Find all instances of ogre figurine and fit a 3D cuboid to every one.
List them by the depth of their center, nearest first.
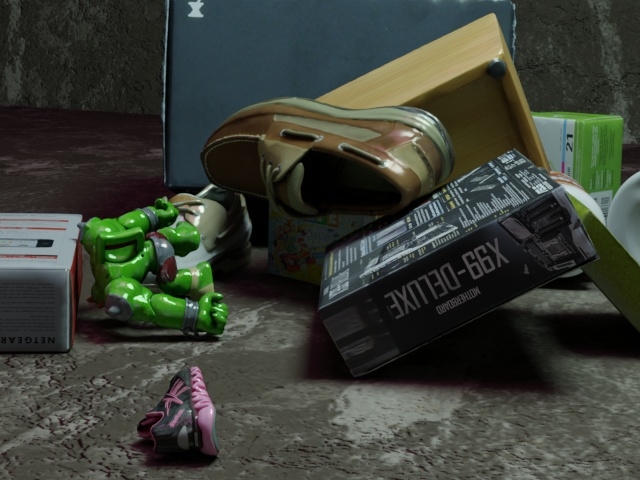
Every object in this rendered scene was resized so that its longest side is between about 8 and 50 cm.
[{"bbox_3d":[-0.176,0.024,1.173,0.118,0.197,0.097,0,-32,-28],"label":"ogre figurine"}]

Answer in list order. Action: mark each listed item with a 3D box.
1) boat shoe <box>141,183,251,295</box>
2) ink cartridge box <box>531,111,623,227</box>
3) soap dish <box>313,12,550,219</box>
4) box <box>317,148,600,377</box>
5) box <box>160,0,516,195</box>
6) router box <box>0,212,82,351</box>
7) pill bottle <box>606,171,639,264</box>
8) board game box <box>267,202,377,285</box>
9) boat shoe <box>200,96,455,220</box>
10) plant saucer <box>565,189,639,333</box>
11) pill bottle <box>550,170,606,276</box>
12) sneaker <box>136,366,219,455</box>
[{"bbox_3d":[-0.167,-0.004,1.373,0.113,0.103,0.302,5,11,14],"label":"boat shoe"},{"bbox_3d":[0.327,-0.101,1.766,0.097,0.188,0.255,-8,13,-38],"label":"ink cartridge box"},{"bbox_3d":[0.135,-0.117,1.453,0.291,0.229,0.118,-26,26,-2],"label":"soap dish"},{"bbox_3d":[0.122,0.010,1.150,0.242,0.076,0.307,-28,9,6],"label":"box"},{"bbox_3d":[0.010,-0.204,1.786,0.480,0.297,0.472,1,-1,-4],"label":"box"},{"bbox_3d":[-0.414,0.035,1.178,0.336,0.082,0.301,0,11,-9],"label":"router box"},{"bbox_3d":[0.501,-0.021,1.441,0.283,0.160,0.160,-6,14,-40],"label":"pill bottle"},{"bbox_3d":[0.000,0.000,1.387,0.154,0.103,0.026,11,14,42],"label":"board game box"},{"bbox_3d":[-0.012,-0.086,1.308,0.324,0.122,0.120,0,36,36],"label":"boat shoe"},{"bbox_3d":[0.305,0.036,1.201,0.045,0.188,0.188,-42,7,9],"label":"plant saucer"},{"bbox_3d":[0.303,-0.019,1.498,0.121,0.121,0.216,3,11,4],"label":"pill bottle"},{"bbox_3d":[-0.110,0.129,0.863,0.057,0.047,0.119,-12,12,-10],"label":"sneaker"}]
